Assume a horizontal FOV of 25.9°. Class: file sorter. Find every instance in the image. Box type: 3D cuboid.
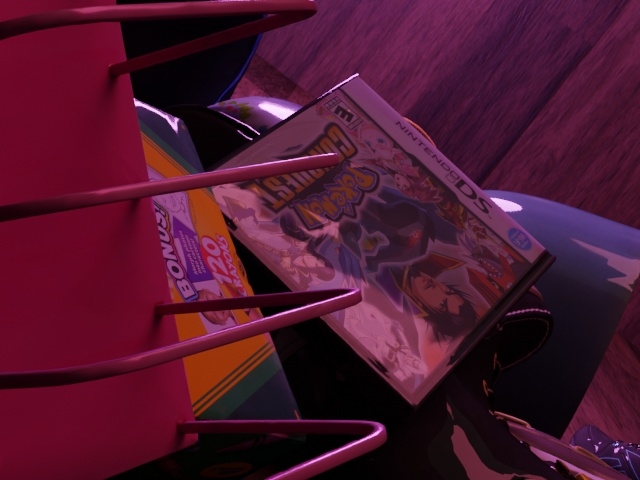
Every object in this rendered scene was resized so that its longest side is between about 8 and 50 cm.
[{"bbox_3d":[-0.103,-0.020,0.649,0.182,0.290,0.202,-7,4,40],"label":"file sorter"}]

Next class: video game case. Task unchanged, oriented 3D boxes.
[{"bbox_3d":[0.046,-0.005,1.155,0.248,0.035,0.275,44,40,7],"label":"video game case"}]

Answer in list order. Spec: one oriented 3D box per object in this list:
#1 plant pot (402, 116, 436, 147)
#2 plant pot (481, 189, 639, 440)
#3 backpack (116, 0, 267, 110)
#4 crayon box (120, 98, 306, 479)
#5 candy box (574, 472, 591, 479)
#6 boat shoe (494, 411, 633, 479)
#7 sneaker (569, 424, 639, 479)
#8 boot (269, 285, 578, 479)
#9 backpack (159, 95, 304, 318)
[{"bbox_3d":[0.049,-0.084,1.990,0.205,0.205,0.188,35,-4,-18],"label":"plant pot"},{"bbox_3d":[0.214,0.074,1.617,0.235,0.293,0.293,26,9,8],"label":"plant pot"},{"bbox_3d":[-0.216,-0.231,1.546,0.263,0.276,0.213,29,8,-14],"label":"backpack"},{"bbox_3d":[-0.128,0.025,0.956,0.165,0.081,0.278,21,41,-56],"label":"crayon box"},{"bbox_3d":[0.275,0.315,1.240,0.206,0.105,0.027,43,6,21],"label":"candy box"},{"bbox_3d":[0.252,0.262,1.376,0.324,0.116,0.097,28,16,-20],"label":"boat shoe"},{"bbox_3d":[0.412,0.303,1.753,0.101,0.106,0.267,30,12,-32],"label":"sneaker"},{"bbox_3d":[0.135,0.163,1.185,0.377,0.138,0.284,-3,41,-47],"label":"boot"},{"bbox_3d":[0.000,0.000,1.360,0.290,0.273,0.355,41,0,39],"label":"backpack"}]
